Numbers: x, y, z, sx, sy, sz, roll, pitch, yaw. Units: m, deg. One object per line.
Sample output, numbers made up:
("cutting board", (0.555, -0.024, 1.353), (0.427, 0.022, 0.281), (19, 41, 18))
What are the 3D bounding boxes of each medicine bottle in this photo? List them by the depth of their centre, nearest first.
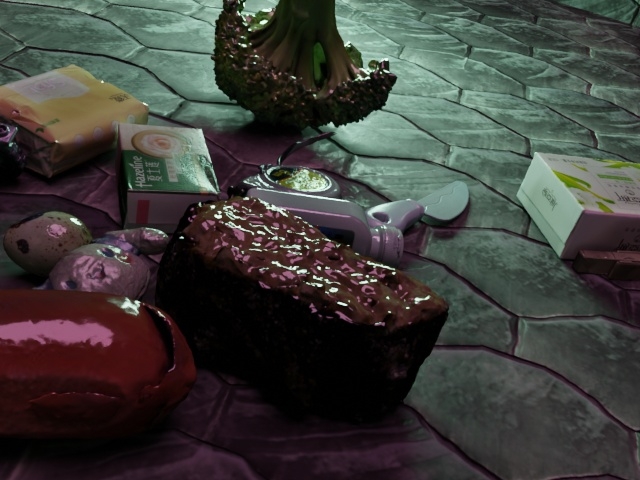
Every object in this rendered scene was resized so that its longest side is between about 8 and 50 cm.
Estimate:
("medicine bottle", (0.000, 0.000, 1.108), (0.229, 0.121, 0.083), (8, 34, -12))

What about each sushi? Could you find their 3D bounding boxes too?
("sushi", (-0.031, 0.071, 0.951), (0.350, 0.170, 0.211), (24, 33, 11))

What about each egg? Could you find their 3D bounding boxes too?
("egg", (-0.343, 0.004, 0.995), (0.110, 0.085, 0.085), (10, 34, -1))

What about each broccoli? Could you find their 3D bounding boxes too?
("broccoli", (-0.048, -0.332, 1.449), (0.375, 0.302, 0.249), (31, 75, 15))

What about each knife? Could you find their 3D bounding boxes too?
("knife", (0.184, -0.053, 1.341), (0.080, 0.044, 0.331), (34, 35, 28))

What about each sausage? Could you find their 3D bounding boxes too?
("sausage", (-0.268, 0.125, 0.796), (0.280, 0.152, 0.152), (4, 35, -17))

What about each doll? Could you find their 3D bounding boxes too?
("doll", (-0.270, 0.055, 0.946), (0.104, 0.071, 0.214), (35, 58, 13))

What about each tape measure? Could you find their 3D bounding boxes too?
("tape measure", (-0.015, -0.093, 1.287), (0.164, 0.084, 0.330), (25, 28, 14))

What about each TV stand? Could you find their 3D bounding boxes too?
("TV stand", (0.546, 0.043, 1.344), (0.249, 0.036, 0.042), (3, 37, -18))

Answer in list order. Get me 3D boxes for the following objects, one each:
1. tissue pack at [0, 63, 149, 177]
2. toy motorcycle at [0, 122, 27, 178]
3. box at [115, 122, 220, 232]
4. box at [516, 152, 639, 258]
("tissue pack", (-0.411, -0.195, 1.252), (0.186, 0.090, 0.222), (30, 37, 17))
("toy motorcycle", (-0.550, -0.167, 1.100), (0.271, 0.159, 0.106), (14, 55, 1))
("box", (-0.235, -0.095, 1.191), (0.135, 0.081, 0.199), (1, 34, -21))
("box", (0.516, -0.057, 1.412), (0.261, 0.111, 0.194), (5, 35, -19))
